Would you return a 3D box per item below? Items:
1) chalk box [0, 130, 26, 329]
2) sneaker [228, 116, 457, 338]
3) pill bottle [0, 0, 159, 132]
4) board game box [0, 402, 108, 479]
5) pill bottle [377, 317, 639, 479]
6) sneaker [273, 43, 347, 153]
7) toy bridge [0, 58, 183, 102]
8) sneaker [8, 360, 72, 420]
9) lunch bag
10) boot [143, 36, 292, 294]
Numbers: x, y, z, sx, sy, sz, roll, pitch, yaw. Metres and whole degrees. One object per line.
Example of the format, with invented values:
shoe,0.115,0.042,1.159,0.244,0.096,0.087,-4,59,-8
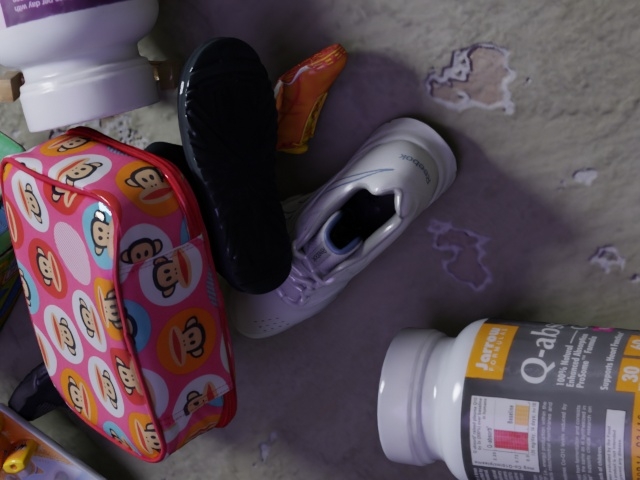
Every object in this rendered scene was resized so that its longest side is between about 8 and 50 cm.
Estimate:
chalk box,-0.400,-0.001,1.814,0.180,0.179,0.289,34,121,5
sneaker,0.000,0.000,1.676,0.111,0.129,0.297,43,123,-2
pill bottle,-0.244,-0.258,1.612,0.169,0.169,0.301,-10,97,26
board game box,-0.323,0.412,1.998,0.390,0.050,0.390,39,122,-11
pill bottle,0.205,0.156,1.640,0.278,0.162,0.162,4,114,21
sneaker,-0.021,-0.125,1.670,0.067,0.064,0.175,48,133,2
toy bridge,-0.220,-0.161,1.732,0.188,0.063,0.026,-3,111,13
sneaker,-0.231,0.159,1.868,0.227,0.087,0.130,-34,90,26
lunch bag,-0.205,0.046,1.668,0.258,0.120,0.293,22,129,46
boot,-0.121,-0.075,1.663,0.207,0.094,0.246,16,122,56
